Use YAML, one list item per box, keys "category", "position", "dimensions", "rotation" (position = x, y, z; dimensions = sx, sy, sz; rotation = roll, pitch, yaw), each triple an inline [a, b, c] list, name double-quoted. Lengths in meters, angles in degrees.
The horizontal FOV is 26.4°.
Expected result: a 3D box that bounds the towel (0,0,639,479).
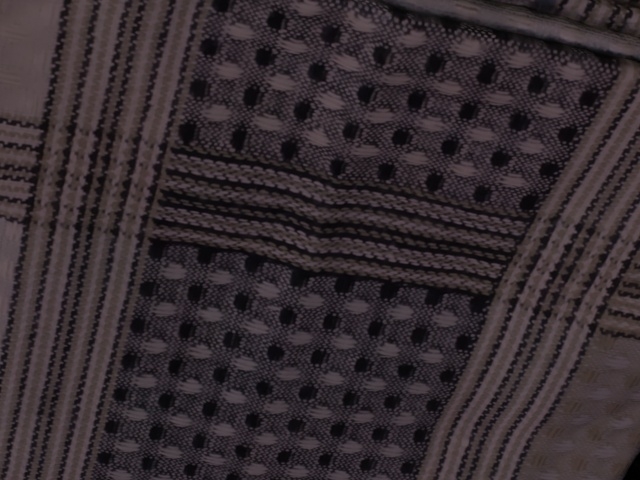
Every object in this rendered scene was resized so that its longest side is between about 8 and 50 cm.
- category: "towel"
  position: [0.006, 0.007, 0.478]
  dimensions: [0.312, 0.056, 0.324]
  rotation: [15, 127, -10]
